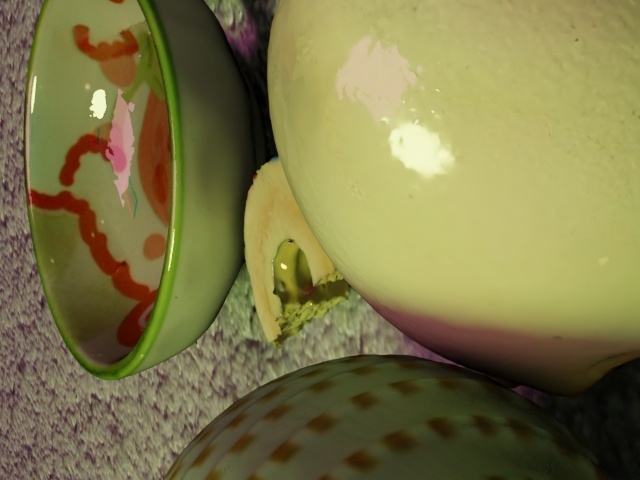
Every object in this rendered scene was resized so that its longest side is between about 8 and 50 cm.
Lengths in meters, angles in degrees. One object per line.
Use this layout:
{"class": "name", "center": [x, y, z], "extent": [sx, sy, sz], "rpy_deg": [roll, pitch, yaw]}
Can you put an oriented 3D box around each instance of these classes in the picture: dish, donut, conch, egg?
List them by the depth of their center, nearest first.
{"class": "egg", "center": [0.054, -0.058, 0.629], "extent": [0.286, 0.174, 0.264], "rpy_deg": [123, 135, -59]}
{"class": "conch", "center": [0.056, 0.170, 0.641], "extent": [0.215, 0.303, 0.319], "rpy_deg": [-44, 21, 15]}
{"class": "donut", "center": [0.000, -0.005, 0.877], "extent": [0.166, 0.065, 0.108], "rpy_deg": [-46, 58, 60]}
{"class": "dish", "center": [-0.121, -0.060, 1.047], "extent": [0.324, 0.124, 0.324], "rpy_deg": [11, 102, 59]}
